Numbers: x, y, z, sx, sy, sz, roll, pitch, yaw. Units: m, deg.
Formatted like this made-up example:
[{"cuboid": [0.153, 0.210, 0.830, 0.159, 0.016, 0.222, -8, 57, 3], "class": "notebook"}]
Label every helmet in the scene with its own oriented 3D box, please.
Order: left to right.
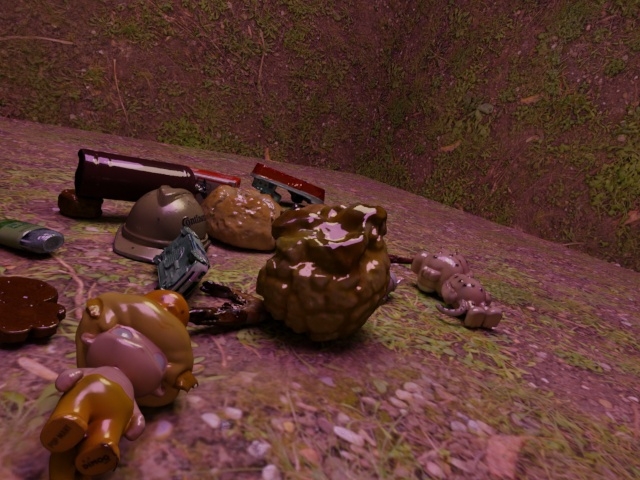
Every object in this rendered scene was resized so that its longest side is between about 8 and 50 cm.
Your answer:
[{"cuboid": [-0.346, -0.053, 0.999, 0.204, 0.137, 0.257, 12, 15, -8], "class": "helmet"}]

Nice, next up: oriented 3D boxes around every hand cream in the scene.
[{"cuboid": [-0.568, -0.014, 0.828, 0.175, 0.046, 0.095, 15, 20, 15], "class": "hand cream"}]

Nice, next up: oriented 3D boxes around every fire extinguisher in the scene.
[{"cuboid": [-0.438, -0.155, 1.137, 0.337, 0.114, 0.135, 5, 31, -39], "class": "fire extinguisher"}]

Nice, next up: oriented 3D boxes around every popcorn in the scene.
[{"cuboid": [0.018, 0.040, 0.769, 0.237, 0.251, 0.206, 23, 8, -20], "class": "popcorn"}]

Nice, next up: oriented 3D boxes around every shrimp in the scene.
[{"cuboid": [-0.178, 0.105, 0.754, 0.148, 0.035, 0.195, 28, 13, 36], "class": "shrimp"}]

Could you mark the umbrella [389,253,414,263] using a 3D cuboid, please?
[{"cuboid": [0.230, 0.056, 1.346, 0.165, 0.025, 0.027, 8, -7, -27], "class": "umbrella"}]

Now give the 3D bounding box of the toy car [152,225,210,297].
[{"cuboid": [-0.249, 0.046, 0.813, 0.076, 0.090, 0.224, 45, -1, -29], "class": "toy car"}]

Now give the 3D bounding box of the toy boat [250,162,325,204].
[{"cuboid": [-0.125, -0.194, 1.786, 0.332, 0.133, 0.145, 18, 6, -26], "class": "toy boat"}]

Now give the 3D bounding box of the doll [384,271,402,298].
[{"cuboid": [0.137, 0.106, 1.005, 0.127, 0.073, 0.084, 2, 52, -27], "class": "doll"}]

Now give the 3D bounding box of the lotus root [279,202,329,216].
[{"cuboid": [0.000, 0.000, 1.103, 0.140, 0.154, 0.257, -1, 38, -36], "class": "lotus root"}]

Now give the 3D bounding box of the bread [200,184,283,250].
[{"cuboid": [-0.203, -0.069, 1.183, 0.244, 0.134, 0.244, 14, 17, -4], "class": "bread"}]

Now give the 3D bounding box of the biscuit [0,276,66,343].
[{"cuboid": [-0.422, 0.093, 0.603, 0.175, 0.026, 0.124, 26, 20, 40], "class": "biscuit"}]

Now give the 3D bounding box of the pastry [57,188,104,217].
[{"cuboid": [-0.586, -0.091, 1.082, 0.097, 0.057, 0.109, 9, 17, -21], "class": "pastry"}]

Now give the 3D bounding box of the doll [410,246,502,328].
[{"cuboid": [0.324, 0.112, 1.076, 0.154, 0.119, 0.278, 10, 25, -11], "class": "doll"}]

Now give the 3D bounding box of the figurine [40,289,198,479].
[{"cuboid": [-0.205, 0.134, 0.465, 0.156, 0.131, 0.246, 46, 8, -12], "class": "figurine"}]

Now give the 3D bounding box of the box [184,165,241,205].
[{"cuboid": [-0.343, -0.143, 1.346, 0.182, 0.133, 0.099, 14, 16, -5], "class": "box"}]
